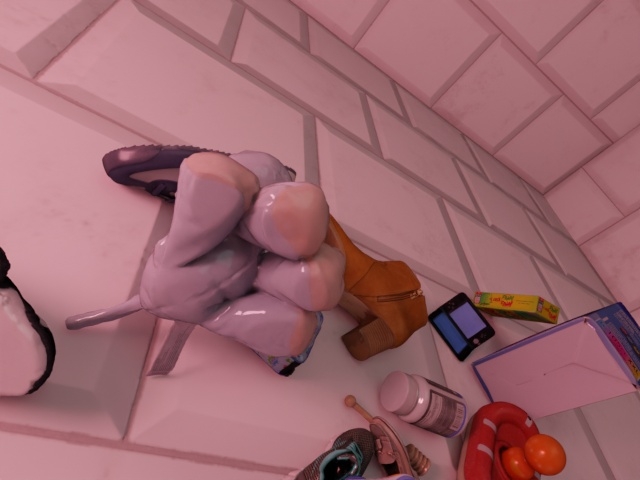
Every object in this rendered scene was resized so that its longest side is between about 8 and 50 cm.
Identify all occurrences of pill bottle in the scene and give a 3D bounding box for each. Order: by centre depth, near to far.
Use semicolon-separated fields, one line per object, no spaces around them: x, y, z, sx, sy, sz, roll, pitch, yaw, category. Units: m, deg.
0.172;0.271;0.676;0.137;0.078;0.078;29;37;-22;pill bottle

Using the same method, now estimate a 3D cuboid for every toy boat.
0.333;0.368;0.675;0.151;0.151;0.231;47;34;3;toy boat

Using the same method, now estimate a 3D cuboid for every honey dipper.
0.099;0.294;0.619;0.161;0.030;0.030;42;34;-1;honey dipper

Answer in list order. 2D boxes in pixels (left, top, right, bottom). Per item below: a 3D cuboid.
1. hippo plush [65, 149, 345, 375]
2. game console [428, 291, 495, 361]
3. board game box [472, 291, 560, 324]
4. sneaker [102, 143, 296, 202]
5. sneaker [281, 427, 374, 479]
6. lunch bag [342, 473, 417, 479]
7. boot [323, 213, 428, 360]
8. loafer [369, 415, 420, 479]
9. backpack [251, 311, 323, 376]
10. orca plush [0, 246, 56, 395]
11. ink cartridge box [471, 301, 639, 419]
-0.100;0.012;0.532;0.234;0.294;0.236;38;19;-15;hippo plush
0.324;0.194;0.929;0.122;0.107;0.071;55;7;15;game console
0.496;0.171;1.043;0.092;0.181;0.043;26;75;-26;board game box
-0.176;-0.071;0.660;0.319;0.112;0.131;3;80;-32;sneaker
0.029;0.285;0.511;0.166;0.076;0.065;-12;64;-52;sneaker
0.038;0.374;0.350;0.303;0.115;0.243;-32;86;-47;lunch bag
0.089;0.059;0.768;0.211;0.104;0.295;-18;84;-45;boot
0.103;0.316;0.578;0.039;0.045;0.125;-24;84;-41;loafer
-0.058;0.119;0.591;0.114;0.084;0.105;40;32;-2;backpack
-0.375;0.046;0.366;0.287;0.102;0.151;21;84;-16;orca plush
0.570;0.268;0.927;0.395;0.270;0.151;4;56;-44;ink cartridge box
